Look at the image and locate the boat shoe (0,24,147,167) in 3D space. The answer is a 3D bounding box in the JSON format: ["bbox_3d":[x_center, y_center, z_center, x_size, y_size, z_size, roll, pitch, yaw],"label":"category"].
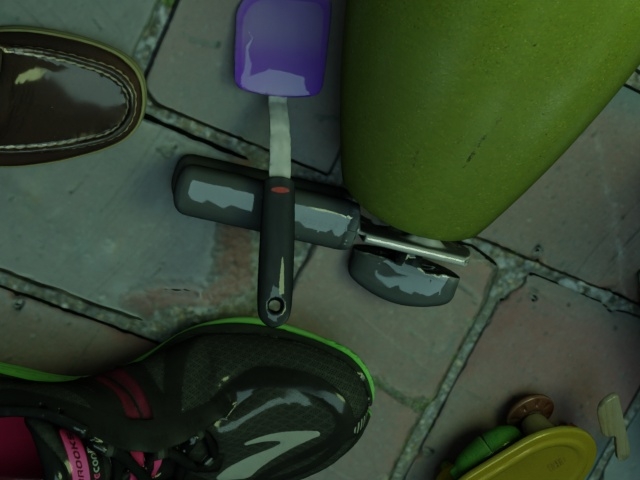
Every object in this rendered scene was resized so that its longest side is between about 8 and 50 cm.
[{"bbox_3d":[-0.311,-0.109,0.989,0.342,0.123,0.123,4,108,-11],"label":"boat shoe"}]

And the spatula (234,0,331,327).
[{"bbox_3d":[-0.036,-0.074,1.048,0.084,0.030,0.296,4,77,-11],"label":"spatula"}]

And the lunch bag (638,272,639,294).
[{"bbox_3d":[0.465,0.112,1.191,0.262,0.160,0.223,-17,110,2],"label":"lunch bag"}]

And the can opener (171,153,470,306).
[{"bbox_3d":[0.000,0.000,1.110,0.283,0.076,0.095,12,106,-13],"label":"can opener"}]

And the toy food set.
[{"bbox_3d":[0.201,0.215,1.233,0.218,0.071,0.128,-31,135,4],"label":"toy food set"}]

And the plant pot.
[{"bbox_3d":[0.126,-0.155,0.999,0.275,0.275,0.293,13,122,-14],"label":"plant pot"}]

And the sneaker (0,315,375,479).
[{"bbox_3d":[-0.184,0.188,1.074,0.483,0.202,0.185,-7,111,-8],"label":"sneaker"}]
